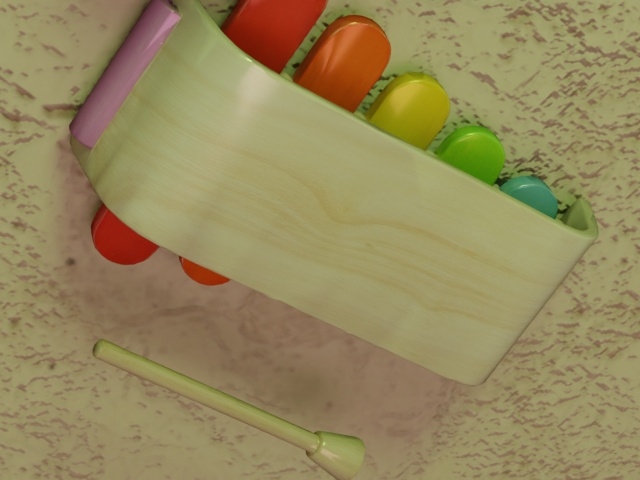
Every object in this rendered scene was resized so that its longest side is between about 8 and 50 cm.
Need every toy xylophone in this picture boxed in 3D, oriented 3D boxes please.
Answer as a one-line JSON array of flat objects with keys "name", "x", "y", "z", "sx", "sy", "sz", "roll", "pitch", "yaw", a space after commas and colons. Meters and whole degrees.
[{"name": "toy xylophone", "x": 0.000, "y": 0.000, "z": 1.023, "sx": 0.323, "sy": 0.081, "sz": 0.236, "roll": 35, "pitch": 107, "yaw": -28}]
